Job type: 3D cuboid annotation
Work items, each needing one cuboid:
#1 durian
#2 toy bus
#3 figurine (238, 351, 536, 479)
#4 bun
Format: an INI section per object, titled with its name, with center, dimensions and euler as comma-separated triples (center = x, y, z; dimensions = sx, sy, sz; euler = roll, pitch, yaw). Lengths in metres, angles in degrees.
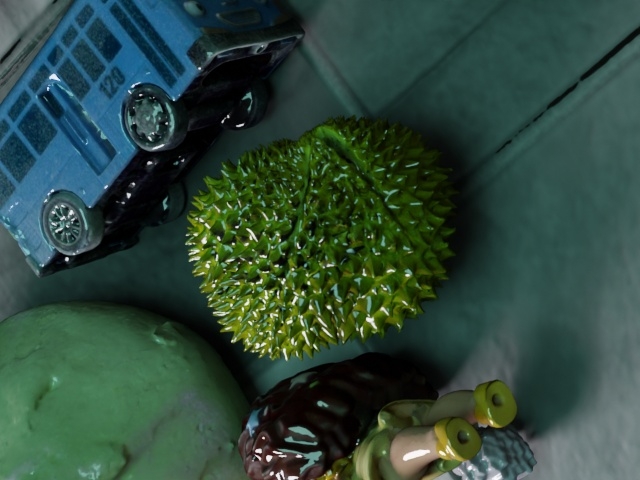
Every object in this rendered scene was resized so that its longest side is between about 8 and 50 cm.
[durian]
center = -0.004, 0.005, 1.170
dimensions = 0.198, 0.159, 0.146
euler = -35, 78, 33
[toy bus]
center = -0.131, -0.096, 1.250
dimensions = 0.133, 0.116, 0.234
euler = 52, 124, 14
[figurine]
center = 0.037, 0.134, 1.178
dimensions = 0.240, 0.174, 0.116
euler = -3, 114, 55
[bun]
center = -0.180, 0.193, 1.312
dimensions = 0.293, 0.187, 0.293
euler = 10, 109, 31
